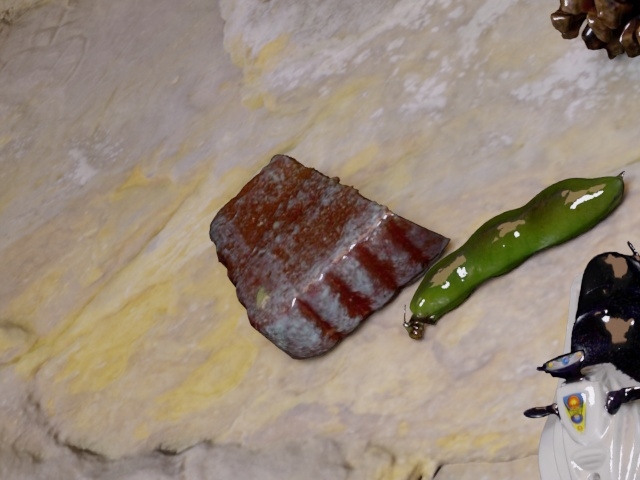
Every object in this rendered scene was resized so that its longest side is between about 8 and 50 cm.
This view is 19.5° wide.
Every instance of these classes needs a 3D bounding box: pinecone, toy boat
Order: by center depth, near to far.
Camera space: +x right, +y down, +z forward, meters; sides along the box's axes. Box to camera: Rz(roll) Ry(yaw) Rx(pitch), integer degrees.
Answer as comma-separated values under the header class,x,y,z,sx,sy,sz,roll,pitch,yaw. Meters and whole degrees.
class,x,y,z,sx,sy,sz,roll,pitch,yaw
toy boat,0.240,0.107,1.500,0.141,0.141,0.269,-17,30,35
pinecone,0.312,-0.264,1.762,0.184,0.179,0.204,-41,11,-33

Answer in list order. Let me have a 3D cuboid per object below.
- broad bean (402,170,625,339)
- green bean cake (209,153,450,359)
class,x,y,z,sx,sy,sz,roll,pitch,yaw
broad bean,0.177,0.003,1.737,0.254,0.046,0.065,-34,43,18
green bean cake,0.000,0.000,1.878,0.198,0.097,0.233,-44,35,6
